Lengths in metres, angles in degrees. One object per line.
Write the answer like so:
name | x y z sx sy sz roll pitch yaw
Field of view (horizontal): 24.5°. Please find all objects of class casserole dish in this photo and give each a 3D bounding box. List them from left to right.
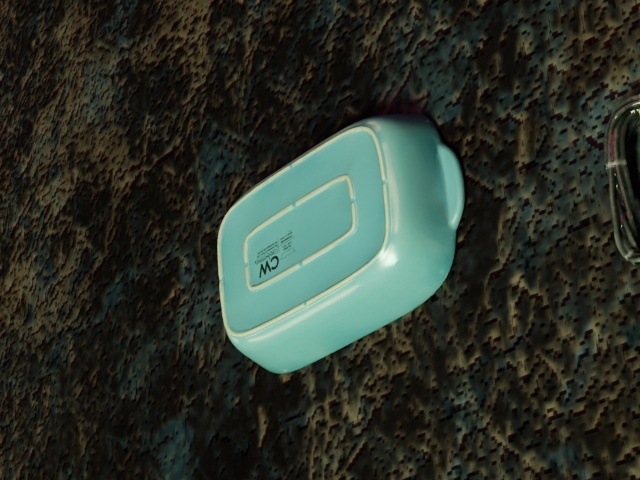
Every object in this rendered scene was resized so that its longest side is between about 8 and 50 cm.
casserole dish | 0.000 0.000 0.805 0.188 0.037 0.114 -31 55 42

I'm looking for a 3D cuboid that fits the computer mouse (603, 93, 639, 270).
computer mouse | 0.162 0.032 0.596 0.071 0.041 0.242 -46 46 32
